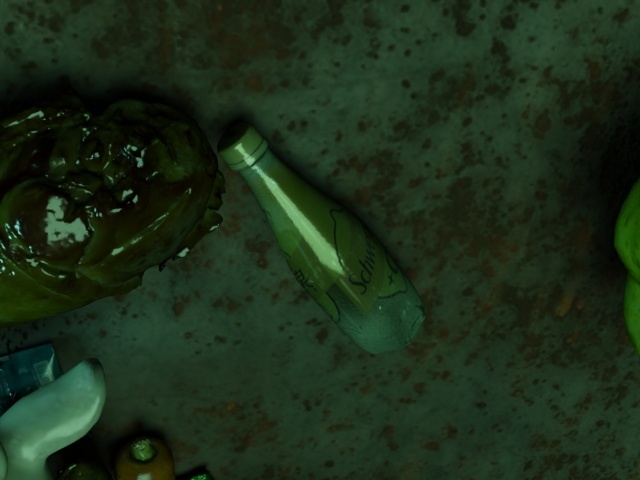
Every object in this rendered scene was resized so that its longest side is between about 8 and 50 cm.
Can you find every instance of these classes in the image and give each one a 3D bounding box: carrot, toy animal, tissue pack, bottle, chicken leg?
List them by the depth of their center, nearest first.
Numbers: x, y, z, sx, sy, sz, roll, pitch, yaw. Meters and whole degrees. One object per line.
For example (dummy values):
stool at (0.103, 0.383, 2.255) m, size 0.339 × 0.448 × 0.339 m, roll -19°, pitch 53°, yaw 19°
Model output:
chicken leg at (-0.251, 0.002, 0.803) m, size 0.361 × 0.140 × 0.211 m, roll -28°, pitch 133°, yaw 0°
toy animal at (-0.337, 0.228, 0.854) m, size 0.368 × 0.196 × 0.241 m, roll -31°, pitch 88°, yaw 29°
bottle at (0.000, 0.000, 0.901) m, size 0.083 × 0.083 × 0.269 m, roll -35°, pitch 123°, yaw 9°
tissue pack at (-0.280, 0.165, 0.970) m, size 0.085 × 0.028 × 0.138 m, roll -16°, pitch 128°, yaw -5°
carrot at (-0.175, 0.307, 1.057) m, size 0.061 × 0.061 × 0.256 m, roll -8°, pitch 117°, yaw -10°

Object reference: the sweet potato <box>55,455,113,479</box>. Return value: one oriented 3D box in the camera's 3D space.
sweet potato at (-0.283, 0.374, 1.044) m, size 0.131 × 0.130 × 0.422 m, roll 16°, pitch 115°, yaw -23°

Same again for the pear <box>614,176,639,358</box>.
pear at (0.450, 0.022, 0.878) m, size 0.391 × 0.391 × 0.391 m, roll -7°, pitch 124°, yaw -10°

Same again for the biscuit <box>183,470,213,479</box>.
biscuit at (-0.126, 0.283, 1.092) m, size 0.046 × 0.016 × 0.089 m, roll -25°, pitch 125°, yaw 4°
